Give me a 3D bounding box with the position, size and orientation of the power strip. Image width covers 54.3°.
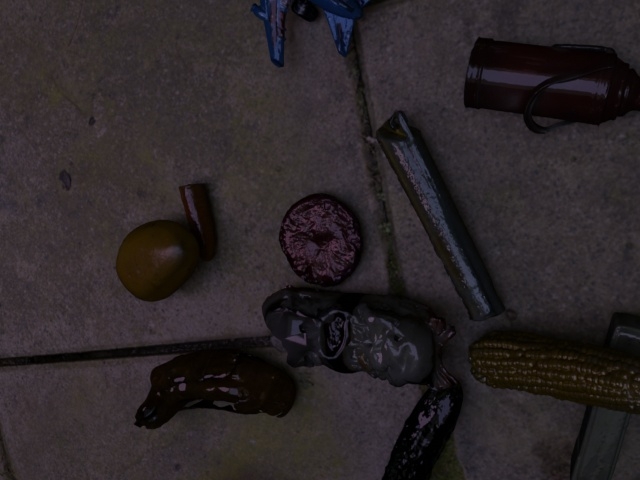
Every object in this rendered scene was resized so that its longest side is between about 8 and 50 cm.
[{"bbox_3d":[0.392,0.219,0.843,0.052,0.078,0.273,14,104,20],"label":"power strip"}]

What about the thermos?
[{"bbox_3d":[0.311,-0.205,0.802,0.231,0.099,0.124,12,65,20],"label":"thermos"}]

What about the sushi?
[{"bbox_3d":[0.051,0.142,0.952,0.331,0.130,0.124,4,104,21],"label":"sushi"}]

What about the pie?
[{"bbox_3d":[0.000,0.000,1.001,0.154,0.036,0.155,4,101,23],"label":"pie"}]

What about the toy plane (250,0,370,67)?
[{"bbox_3d":[-0.038,-0.396,0.913,0.271,0.105,0.254,39,111,14],"label":"toy plane"}]

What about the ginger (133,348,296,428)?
[{"bbox_3d":[-0.195,0.255,1.097,0.309,0.107,0.133,-6,113,23],"label":"ginger"}]

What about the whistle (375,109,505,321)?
[{"bbox_3d":[0.173,-0.037,0.905,0.327,0.057,0.068,65,158,3],"label":"whistle"}]

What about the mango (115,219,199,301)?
[{"bbox_3d":[-0.278,0.034,1.086,0.195,0.098,0.138,-14,89,37],"label":"mango"}]

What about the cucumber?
[{"bbox_3d":[0.148,0.345,0.976,0.081,0.072,0.304,21,106,22],"label":"cucumber"}]

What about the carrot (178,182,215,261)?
[{"bbox_3d":[-0.207,-0.031,1.085,0.048,0.048,0.139,-11,97,25],"label":"carrot"}]

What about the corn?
[{"bbox_3d":[0.313,0.169,0.817,0.288,0.086,0.087,0,101,55],"label":"corn"}]
